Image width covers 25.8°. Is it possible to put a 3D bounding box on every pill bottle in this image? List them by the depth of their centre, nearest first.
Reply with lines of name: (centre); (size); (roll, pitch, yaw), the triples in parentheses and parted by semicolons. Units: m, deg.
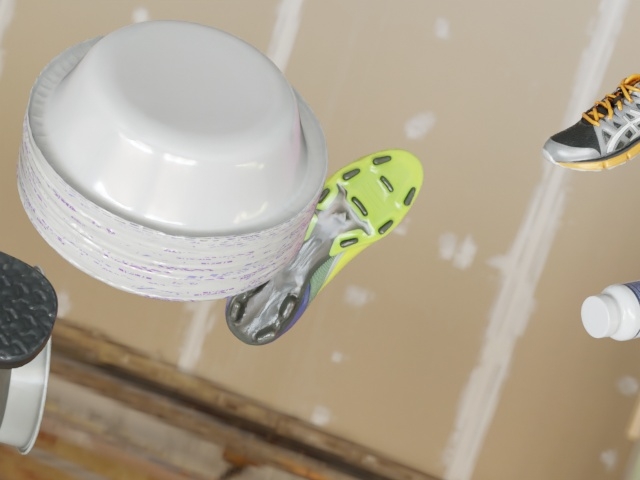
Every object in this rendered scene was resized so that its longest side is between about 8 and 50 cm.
pill bottle: (0.367, 0.081, 1.632); (0.120, 0.067, 0.067); (-8, -156, -29)

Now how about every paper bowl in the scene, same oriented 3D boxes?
paper bowl: (-0.131, -0.094, 1.291); (0.284, 0.148, 0.284); (10, -136, -10)

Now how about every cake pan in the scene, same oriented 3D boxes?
cake pan: (-0.471, 0.182, 2.151); (0.054, 0.293, 0.293); (5, -164, -22)

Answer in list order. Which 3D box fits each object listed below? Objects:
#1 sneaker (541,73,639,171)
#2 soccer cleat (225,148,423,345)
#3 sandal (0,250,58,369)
sneaker: (0.346, -0.142, 1.567); (0.214, 0.083, 0.084); (-22, -153, -4)
soccer cleat: (-0.001, -0.001, 1.579); (0.093, 0.289, 0.121); (43, -173, -7)
sandal: (-0.526, 0.023, 1.648); (0.445, 0.168, 0.107); (32, 154, -6)
